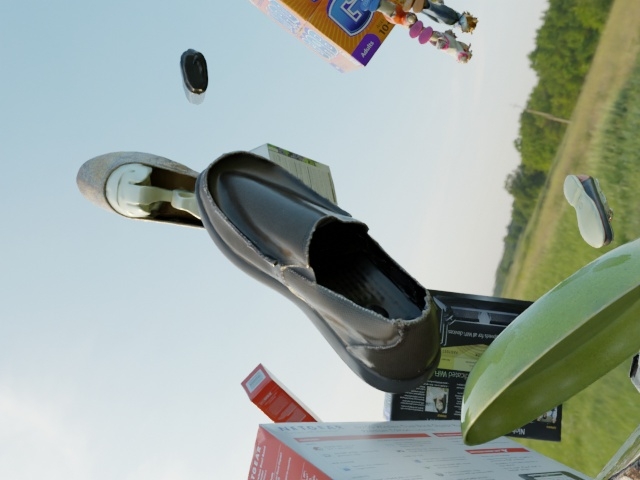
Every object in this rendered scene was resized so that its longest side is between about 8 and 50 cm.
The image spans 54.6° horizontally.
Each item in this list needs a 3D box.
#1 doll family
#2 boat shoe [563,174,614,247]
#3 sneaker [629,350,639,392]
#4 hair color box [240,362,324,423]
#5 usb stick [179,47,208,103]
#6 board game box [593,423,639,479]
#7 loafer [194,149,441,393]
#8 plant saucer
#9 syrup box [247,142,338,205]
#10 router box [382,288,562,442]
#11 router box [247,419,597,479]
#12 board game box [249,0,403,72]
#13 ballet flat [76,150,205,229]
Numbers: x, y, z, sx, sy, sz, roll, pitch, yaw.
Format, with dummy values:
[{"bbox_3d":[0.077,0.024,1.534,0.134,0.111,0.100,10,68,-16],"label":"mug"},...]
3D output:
[{"bbox_3d":[0.216,-0.440,1.190,0.163,0.263,0.118,5,-57,-41],"label":"doll family"},{"bbox_3d":[0.368,-0.042,0.832,0.137,0.043,0.049,-90,7,-49],"label":"boat shoe"},{"bbox_3d":[0.614,0.232,1.147,0.106,0.078,0.234,-136,23,-69],"label":"sneaker"},{"bbox_3d":[-0.043,0.239,0.859,0.043,0.141,0.072,-46,18,-8],"label":"hair color box"},{"bbox_3d":[-0.232,-0.295,1.139,0.278,0.045,0.077,-146,44,-76],"label":"usb stick"},{"bbox_3d":[0.452,0.245,0.699,0.232,0.141,0.291,-32,-29,-28],"label":"board game box"},{"bbox_3d":[0.000,0.000,0.691,0.134,0.366,0.130,-37,-25,-31],"label":"loafer"},{"bbox_3d":[0.196,0.070,0.463,0.241,0.037,0.241,-24,-33,-17],"label":"plant saucer"},{"bbox_3d":[-0.067,-0.114,1.245,0.237,0.093,0.096,7,-113,-59],"label":"syrup box"},{"bbox_3d":[0.279,0.221,1.123,0.081,0.309,0.242,113,164,-80],"label":"router box"},{"bbox_3d":[0.144,0.269,0.611,0.335,0.301,0.082,11,-90,-34],"label":"router box"},{"bbox_3d":[0.050,-0.694,1.613,0.356,0.356,0.356,-54,13,6],"label":"board game box"},{"bbox_3d":[-0.228,-0.071,0.947,0.106,0.316,0.107,-91,9,-78],"label":"ballet flat"}]
